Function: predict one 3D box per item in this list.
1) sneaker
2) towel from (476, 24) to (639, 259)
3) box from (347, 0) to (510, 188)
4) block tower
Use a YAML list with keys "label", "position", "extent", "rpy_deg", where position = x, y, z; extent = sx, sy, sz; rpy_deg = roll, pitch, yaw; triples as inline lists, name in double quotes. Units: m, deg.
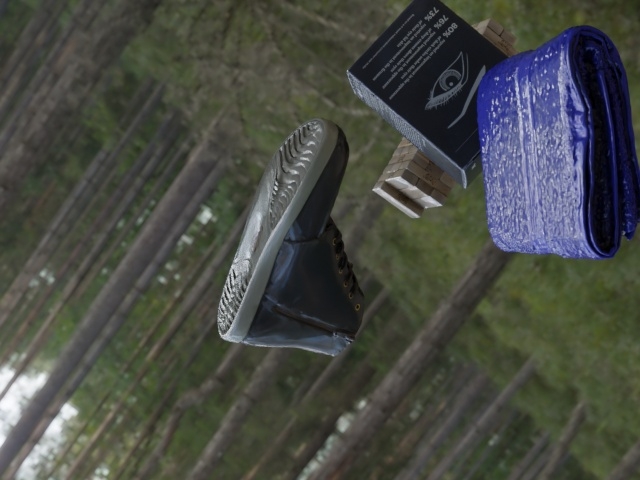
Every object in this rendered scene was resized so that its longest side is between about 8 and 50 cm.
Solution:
- label: "sneaker"
  position: [0.000, 0.000, 1.015]
  extent: [0.118, 0.222, 0.083]
  rpy_deg: [13, -151, -23]
- label: "towel"
  position: [0.252, -0.096, 1.252]
  extent: [0.076, 0.227, 0.308]
  rpy_deg: [-5, -179, -10]
- label: "box"
  position: [0.162, -0.195, 1.514]
  extent: [0.207, 0.153, 0.108]
  rpy_deg: [44, 178, 13]
- label: "block tower"
  position: [0.216, -0.200, 1.914]
  extent: [0.091, 0.335, 0.097]
  rpy_deg: [34, 166, -18]
